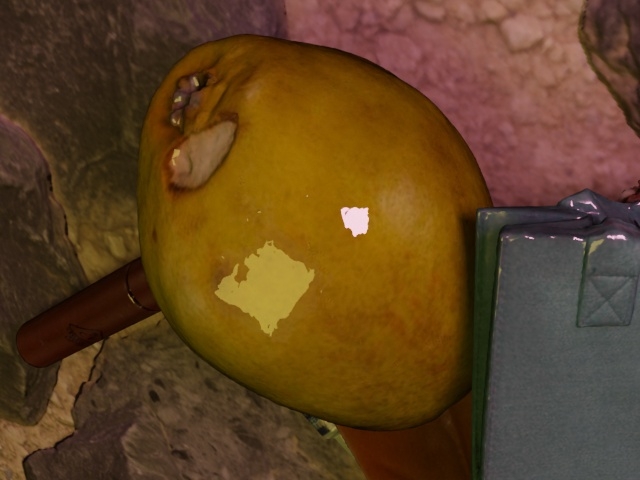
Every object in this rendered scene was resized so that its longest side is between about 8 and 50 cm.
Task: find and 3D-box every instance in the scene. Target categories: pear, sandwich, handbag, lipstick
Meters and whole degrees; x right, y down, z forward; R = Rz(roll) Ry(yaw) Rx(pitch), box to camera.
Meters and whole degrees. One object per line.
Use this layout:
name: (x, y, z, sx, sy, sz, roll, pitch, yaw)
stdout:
pear: (0.000, 0.000, 0.894, 0.269, 0.269, 0.321, -16, 125, 42)
sandwich: (0.103, 0.195, 1.012, 0.245, 0.063, 0.212, -11, 79, 40)
handbag: (0.233, 0.086, 0.829, 0.268, 0.100, 0.274, -4, 119, 1)
lipstick: (-0.190, 0.056, 1.207, 0.356, 0.057, 0.057, -27, 103, 44)

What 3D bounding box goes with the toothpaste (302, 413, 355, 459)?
toothpaste: (-0.030, 0.116, 1.150, 0.216, 0.037, 0.062, 49, 136, 3)
